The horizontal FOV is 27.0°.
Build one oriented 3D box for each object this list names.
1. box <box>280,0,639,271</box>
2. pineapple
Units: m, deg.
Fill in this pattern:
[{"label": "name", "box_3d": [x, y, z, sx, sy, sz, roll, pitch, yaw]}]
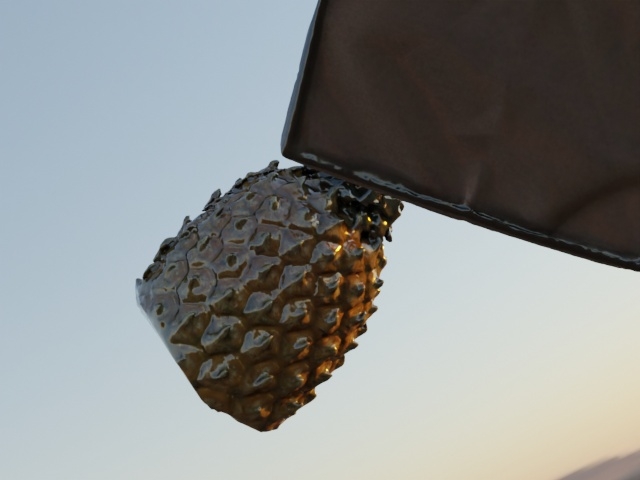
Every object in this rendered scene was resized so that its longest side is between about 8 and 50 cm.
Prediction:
[{"label": "box", "box_3d": [0.102, -0.141, 0.592, 0.153, 0.188, 0.252, -75, 4, -63]}, {"label": "pineapple", "box_3d": [0.000, 0.000, 1.210, 0.362, 0.202, 0.202, -45, -16, 1]}]
